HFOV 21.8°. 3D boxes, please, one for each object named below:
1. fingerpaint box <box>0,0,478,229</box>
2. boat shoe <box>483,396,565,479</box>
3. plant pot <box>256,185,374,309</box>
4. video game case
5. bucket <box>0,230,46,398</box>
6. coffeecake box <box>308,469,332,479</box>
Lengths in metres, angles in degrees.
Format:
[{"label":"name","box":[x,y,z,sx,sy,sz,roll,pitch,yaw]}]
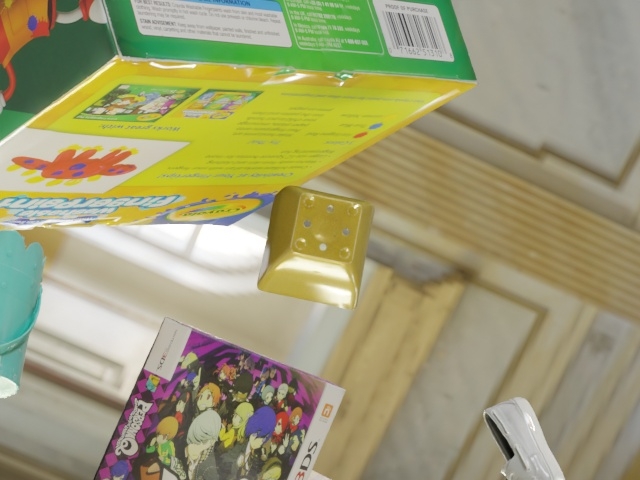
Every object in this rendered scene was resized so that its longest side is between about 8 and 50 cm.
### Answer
[{"label":"fingerpaint box","box":[-0.145,-0.147,1.526,0.371,0.445,0.163,-29,-108,41]},{"label":"boat shoe","box":[0.248,0.272,2.003,0.066,0.063,0.184,95,-21,-58]},{"label":"plant pot","box":[0.000,0.000,1.279,0.083,0.081,0.081,116,-14,-77]},{"label":"video game case","box":[-0.096,0.198,1.503,0.042,0.232,0.210,20,-95,42]},{"label":"bucket","box":[-0.488,0.089,2.090,0.281,0.281,0.183,133,-39,-67]},{"label":"coffeecake box","box":[-0.018,0.336,1.995,0.142,0.185,0.068,-23,135,-65]}]
